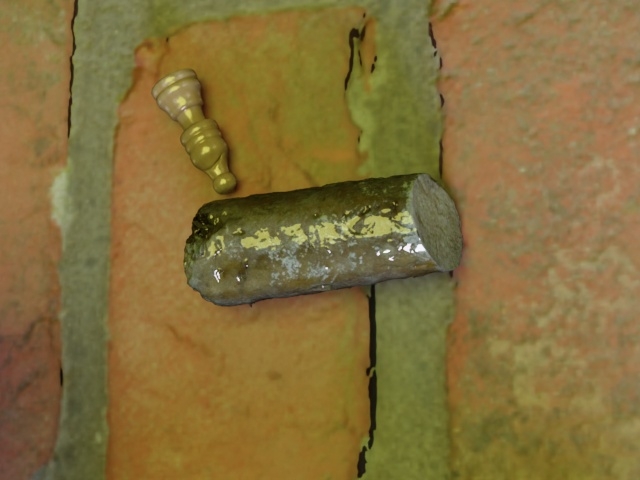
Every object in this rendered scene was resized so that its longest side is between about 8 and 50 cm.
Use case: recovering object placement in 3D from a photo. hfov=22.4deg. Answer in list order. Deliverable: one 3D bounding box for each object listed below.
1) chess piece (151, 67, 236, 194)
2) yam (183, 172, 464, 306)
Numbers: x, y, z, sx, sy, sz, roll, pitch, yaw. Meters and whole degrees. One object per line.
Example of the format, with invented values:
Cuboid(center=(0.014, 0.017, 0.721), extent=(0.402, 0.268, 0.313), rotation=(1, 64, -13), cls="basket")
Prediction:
Cuboid(center=(-0.084, -0.074, 1.134), extent=(0.035, 0.035, 0.092), rotation=(-30, 75, 8), cls="chess piece")
Cuboid(center=(0.000, 0.000, 1.068), extent=(0.179, 0.078, 0.078), rotation=(-7, 76, 16), cls="yam")
